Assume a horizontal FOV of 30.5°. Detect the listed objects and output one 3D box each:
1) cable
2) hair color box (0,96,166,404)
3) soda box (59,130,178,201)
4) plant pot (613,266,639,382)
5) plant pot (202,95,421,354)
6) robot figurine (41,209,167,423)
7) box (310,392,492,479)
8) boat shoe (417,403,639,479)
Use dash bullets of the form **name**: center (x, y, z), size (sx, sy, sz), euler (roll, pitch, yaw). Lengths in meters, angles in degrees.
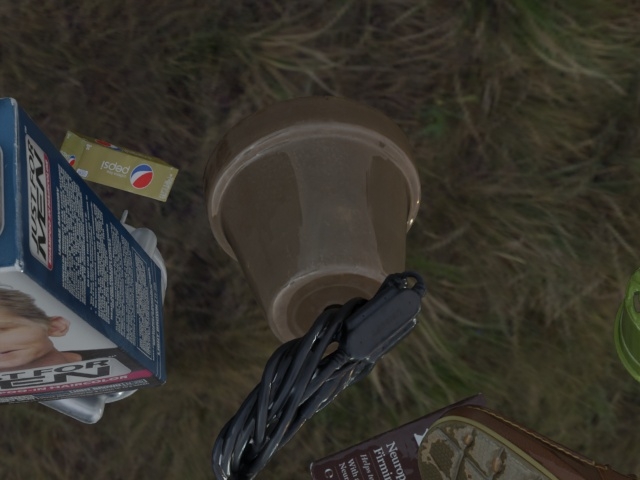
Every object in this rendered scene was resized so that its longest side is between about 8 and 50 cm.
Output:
- **cable**: center (-0.011, 0.092, 0.750), size (0.047, 0.150, 0.184), euler (46, 53, 6)
- **hair color box**: center (-0.226, 0.029, 0.790), size (0.173, 0.347, 0.105), euler (-7, 72, 4)
- **soda box**: center (-0.314, -0.114, 1.827), size (0.181, 0.061, 0.058), euler (17, 100, -44)
- **plant pot**: center (0.214, 0.045, 0.706), size (0.083, 0.083, 0.079), euler (-53, 152, -3)
- **plant pot**: center (0.000, 0.000, 1.362), size (0.263, 0.229, 0.263), euler (-5, 134, -5)
- **robot figurine**: center (-0.343, 0.106, 1.802), size (0.199, 0.353, 0.300), euler (33, 123, -24)
- **box**: center (0.122, 0.290, 1.276), size (0.203, 0.167, 0.168), euler (-24, 69, 5)
- **boat shoe**: center (0.121, 0.130, 0.508), size (0.178, 0.060, 0.064), euler (37, 127, 6)
